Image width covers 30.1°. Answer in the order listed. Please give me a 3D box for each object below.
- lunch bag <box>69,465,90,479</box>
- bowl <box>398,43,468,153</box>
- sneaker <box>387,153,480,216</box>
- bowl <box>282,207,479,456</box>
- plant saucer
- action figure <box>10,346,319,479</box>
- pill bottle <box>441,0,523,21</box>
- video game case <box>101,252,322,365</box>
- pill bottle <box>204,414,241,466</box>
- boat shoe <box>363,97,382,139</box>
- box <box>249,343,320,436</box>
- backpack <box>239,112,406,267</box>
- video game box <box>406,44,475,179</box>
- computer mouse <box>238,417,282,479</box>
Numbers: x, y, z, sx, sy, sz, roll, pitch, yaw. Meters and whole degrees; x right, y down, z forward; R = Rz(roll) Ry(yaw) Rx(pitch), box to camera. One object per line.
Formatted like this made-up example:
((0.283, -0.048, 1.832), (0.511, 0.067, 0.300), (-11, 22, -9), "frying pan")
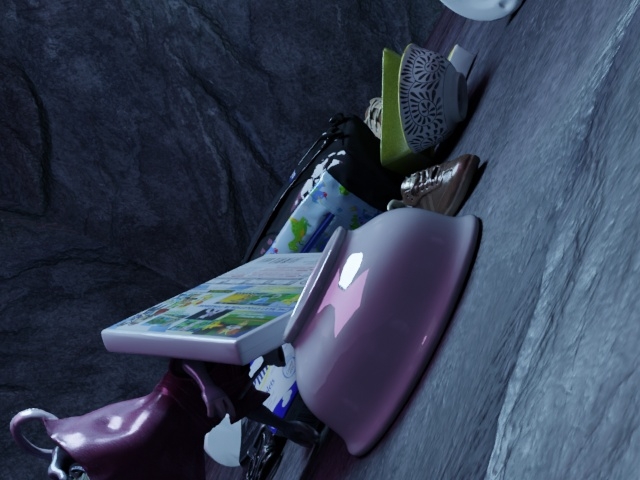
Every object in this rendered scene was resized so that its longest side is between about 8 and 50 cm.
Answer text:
((-0.308, 0.514, 1.930), (0.213, 0.305, 0.256), (-61, 5, 19), "lunch bag")
((0.181, -0.221, 1.837), (0.170, 0.080, 0.170), (-1, -90, -70), "bowl")
((0.138, -0.059, 1.508), (0.066, 0.071, 0.188), (-65, 3, -31), "sneaker")
((0.047, 0.077, 1.312), (0.298, 0.134, 0.298), (-63, 4, 7), "bowl")
((0.148, -0.202, 1.927), (0.188, 0.045, 0.188), (12, -101, -69), "plant saucer")
((-0.182, 0.225, 1.623), (0.370, 0.275, 0.248), (-52, -36, -17), "action figure")
((0.292, -0.506, 1.922), (0.283, 0.160, 0.160), (-65, 4, -29), "pill bottle")
((-0.083, 0.082, 1.559), (0.300, 0.036, 0.329), (-25, 14, -36), "video game case")
((-0.170, 0.373, 2.384), (0.136, 0.136, 0.246), (-63, 3, 3), "pill bottle")
((0.141, -0.232, 2.425), (0.324, 0.116, 0.123), (150, 145, -88), "boat shoe")
((-0.042, 0.201, 1.749), (0.126, 0.072, 0.137), (-62, 38, 17), "box")
((0.000, 0.000, 1.998), (0.355, 0.273, 0.290), (-43, 11, 13), "backpack")
((0.198, -0.223, 2.144), (0.205, 0.048, 0.187), (-65, 2, -36), "video game box")
((-0.096, 0.345, 2.115), (0.272, 0.072, 0.188), (-86, 22, -50), "computer mouse")
